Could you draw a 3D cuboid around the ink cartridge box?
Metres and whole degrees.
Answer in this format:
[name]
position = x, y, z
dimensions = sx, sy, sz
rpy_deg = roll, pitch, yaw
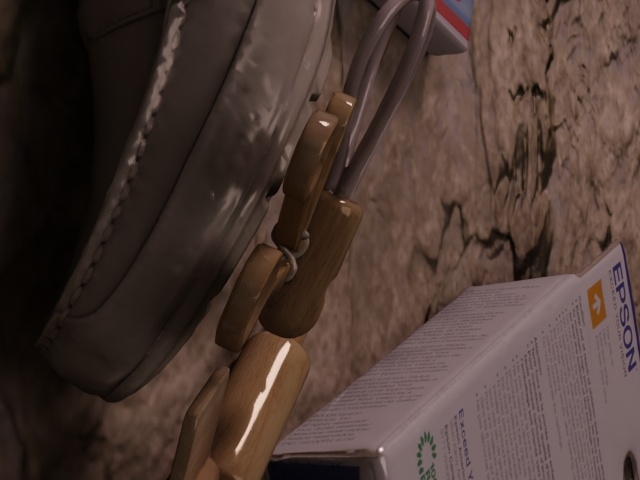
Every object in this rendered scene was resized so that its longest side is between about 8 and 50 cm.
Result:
[ink cartridge box]
position = 0.099, 0.197, 0.829
dimensions = 0.330, 0.071, 0.324
rpy_deg = -30, 113, -59

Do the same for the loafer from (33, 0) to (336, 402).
[loafer]
position = -0.048, -0.100, 0.590
dimensions = 0.111, 0.112, 0.320
rpy_deg = 22, 71, -14

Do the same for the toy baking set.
[toy baking set]
position = -0.002, 0.006, 0.612
dimensions = 0.256, 0.030, 0.197
rpy_deg = -64, 176, -52

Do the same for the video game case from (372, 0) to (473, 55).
[video game case]
position = 0.036, -0.262, 0.798
dimensions = 0.204, 0.025, 0.285
rpy_deg = 33, 61, -54
